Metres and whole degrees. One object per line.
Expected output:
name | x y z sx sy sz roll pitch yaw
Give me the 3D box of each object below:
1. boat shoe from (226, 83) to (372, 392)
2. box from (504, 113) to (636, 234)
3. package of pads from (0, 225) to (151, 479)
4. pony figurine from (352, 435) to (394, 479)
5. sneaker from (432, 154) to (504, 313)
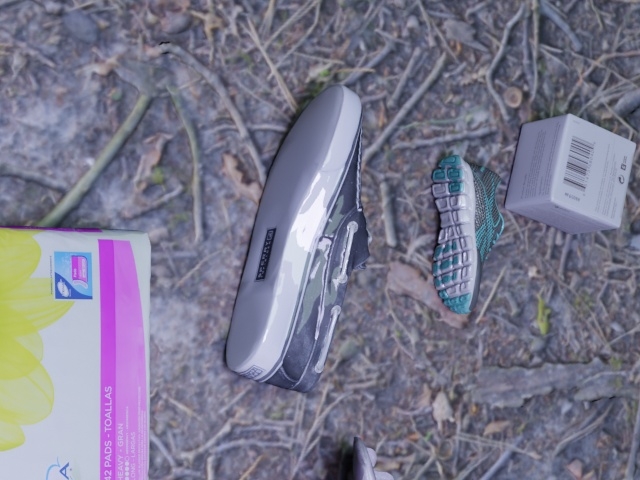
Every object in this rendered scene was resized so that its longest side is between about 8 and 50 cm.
boat shoe | 0.000 0.000 1.769 0.102 0.108 0.301 21 77 -28
box | 0.269 -0.070 1.950 0.102 0.087 0.101 21 74 -29
package of pads | -0.268 0.134 1.594 0.229 0.101 0.296 2 83 -32
pony figurine | 0.052 0.355 1.654 0.363 0.351 0.303 -33 87 -8
sneaker | 0.163 -0.005 1.896 0.076 0.065 0.166 6 83 -35
